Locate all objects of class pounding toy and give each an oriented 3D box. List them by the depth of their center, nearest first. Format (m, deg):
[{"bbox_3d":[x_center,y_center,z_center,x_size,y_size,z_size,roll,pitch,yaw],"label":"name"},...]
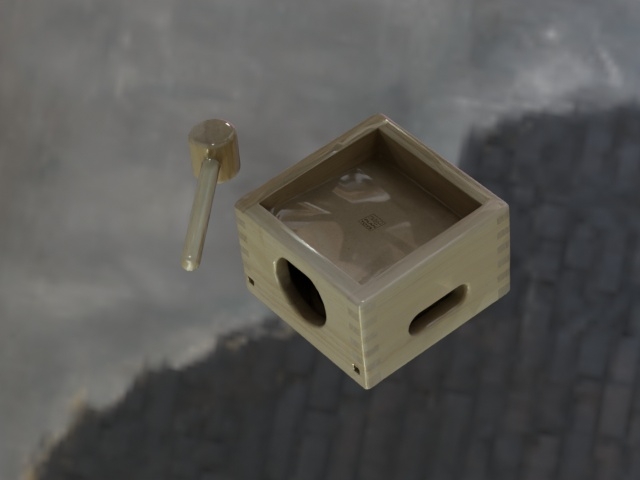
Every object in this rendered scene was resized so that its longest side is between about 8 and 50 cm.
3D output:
[{"bbox_3d":[-0.011,0.002,1.308,0.181,0.206,0.094,-33,-39,-24],"label":"pounding toy"}]
